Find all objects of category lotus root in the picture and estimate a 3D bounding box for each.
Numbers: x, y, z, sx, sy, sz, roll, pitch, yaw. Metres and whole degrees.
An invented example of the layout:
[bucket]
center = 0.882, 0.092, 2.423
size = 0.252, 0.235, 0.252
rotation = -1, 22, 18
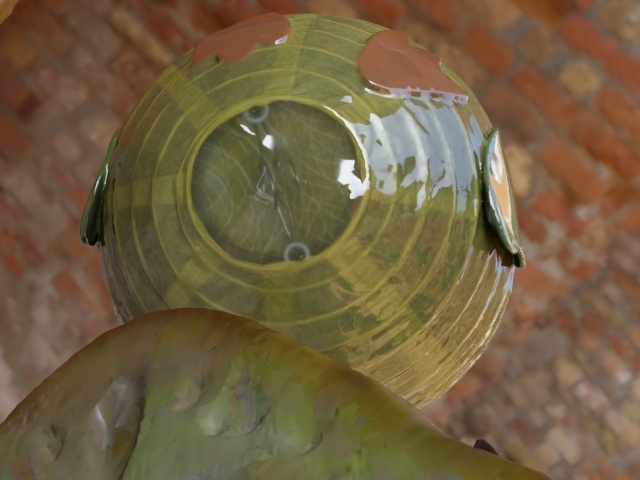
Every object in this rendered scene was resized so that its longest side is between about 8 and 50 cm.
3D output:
[lotus root]
center = -0.058, 0.183, 0.584
size = 0.111, 0.390, 0.375
rotation = 52, 27, -37

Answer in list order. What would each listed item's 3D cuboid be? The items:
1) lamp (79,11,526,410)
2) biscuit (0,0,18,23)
[lamp]
center = 0.000, 0.000, 1.045
size = 0.250, 0.250, 0.284
rotation = 58, 0, 17
[biscuit]
center = -0.222, -0.185, 0.746
size = 0.269, 0.376, 0.051
rotation = 47, 5, 4
